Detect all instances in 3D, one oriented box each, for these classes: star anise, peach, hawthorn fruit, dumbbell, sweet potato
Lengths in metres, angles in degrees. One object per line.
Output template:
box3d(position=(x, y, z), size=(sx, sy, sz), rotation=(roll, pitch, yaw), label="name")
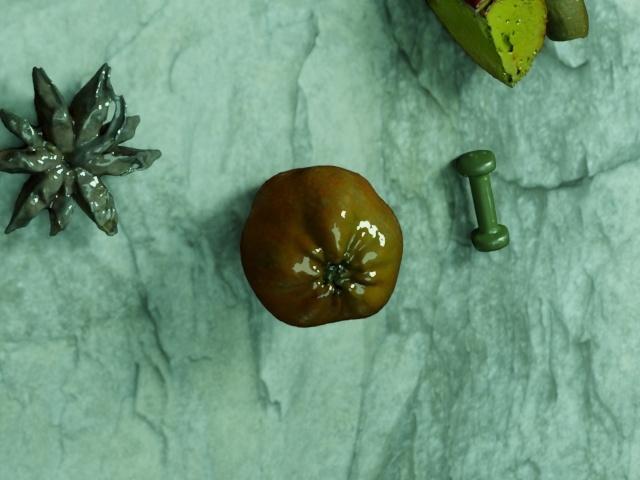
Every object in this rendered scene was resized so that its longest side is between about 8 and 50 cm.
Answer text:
box3d(position=(-0.254, -0.077, 1.441), size=(0.182, 0.065, 0.195), rotation=(-37, 121, -9), label="star anise")
box3d(position=(0.189, -0.252, 1.551), size=(0.092, 0.127, 0.172), rotation=(-50, 122, -7), label="peach")
box3d(position=(0.000, 0.000, 1.519), size=(0.189, 0.189, 0.189), rotation=(-7, 109, -22), label="hawthorn fruit")
box3d(position=(0.188, -0.045, 1.659), size=(0.046, 0.052, 0.118), rotation=(-12, 112, 4), label="dumbbell")
box3d(position=(0.241, -0.332, 1.583), size=(0.077, 0.077, 0.244), rotation=(-24, 111, -16), label="sweet potato")
